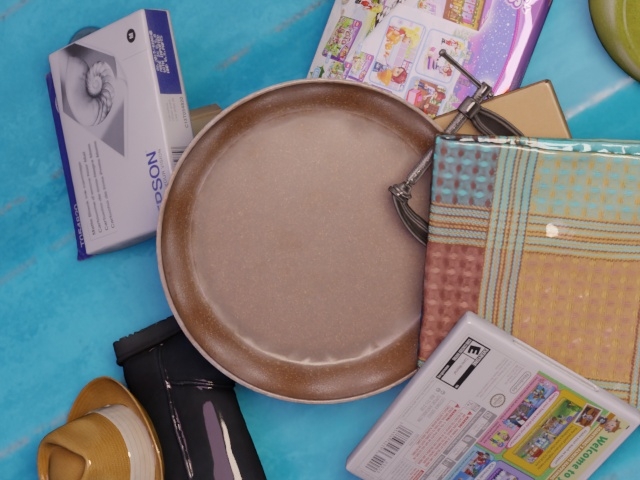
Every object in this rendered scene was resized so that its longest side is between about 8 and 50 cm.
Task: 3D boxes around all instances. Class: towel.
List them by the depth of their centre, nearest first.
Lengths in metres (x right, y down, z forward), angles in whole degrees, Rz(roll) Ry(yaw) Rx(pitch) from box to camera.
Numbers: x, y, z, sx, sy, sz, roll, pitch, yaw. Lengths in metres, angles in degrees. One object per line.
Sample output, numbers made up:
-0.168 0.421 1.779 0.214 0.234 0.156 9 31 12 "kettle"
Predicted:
0.278 0.041 1.229 0.370 0.040 0.271 4 105 3 "towel"

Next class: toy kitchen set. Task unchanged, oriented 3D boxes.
-0.156 -0.120 1.446 0.083 0.075 0.068 45 144 46 "toy kitchen set"

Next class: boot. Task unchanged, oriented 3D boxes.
-0.086 0.163 1.374 0.246 0.094 0.207 -25 77 21 "boot"

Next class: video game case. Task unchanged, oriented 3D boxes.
0.159 0.188 1.265 0.193 0.023 0.212 30 118 -9 "video game case"

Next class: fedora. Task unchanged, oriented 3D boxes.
-0.238 0.235 1.388 0.194 0.079 0.194 11 104 48 "fedora"

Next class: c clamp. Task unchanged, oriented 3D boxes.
0.121 -0.074 1.247 0.137 0.022 0.160 32 95 -14 "c clamp"

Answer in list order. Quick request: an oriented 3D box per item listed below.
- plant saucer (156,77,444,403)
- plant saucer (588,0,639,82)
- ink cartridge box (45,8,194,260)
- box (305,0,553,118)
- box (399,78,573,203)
0.000 0.000 1.283 0.311 0.050 0.310 -1 99 -4 "plant saucer"
0.362 -0.216 1.210 0.241 0.037 0.241 8 130 10 "plant saucer"
-0.221 -0.103 1.404 0.224 0.045 0.223 -18 82 43 "ink cartridge box"
0.121 -0.233 1.347 0.201 0.057 0.293 22 94 15 "box"
0.179 -0.037 1.294 0.164 0.021 0.201 -17 104 26 "box"
